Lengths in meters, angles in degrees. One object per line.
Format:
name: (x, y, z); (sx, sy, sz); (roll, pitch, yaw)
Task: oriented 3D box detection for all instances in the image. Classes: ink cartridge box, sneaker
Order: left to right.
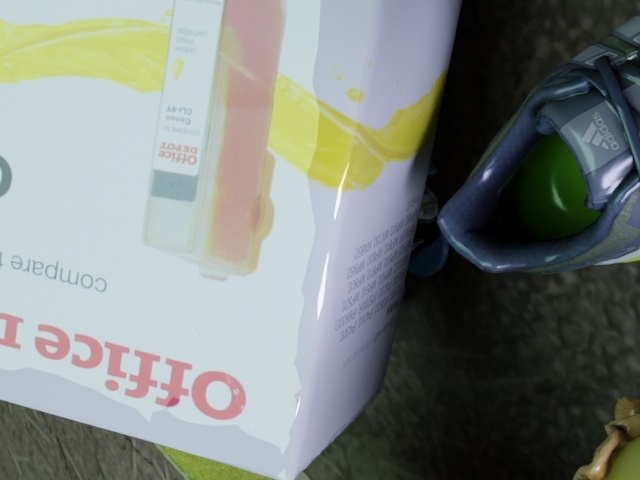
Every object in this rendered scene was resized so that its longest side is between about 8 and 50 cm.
ink cartridge box: (-0.083, -0.112, 0.747); (0.279, 0.160, 0.385); (14, 106, 15)
sneaker: (0.164, -0.061, 0.663); (0.111, 0.121, 0.300); (56, 138, 12)

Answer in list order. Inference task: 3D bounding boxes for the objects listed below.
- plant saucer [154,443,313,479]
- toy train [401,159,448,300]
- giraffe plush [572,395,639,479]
plant saucer: (0.013, 0.172, 0.793); (0.188, 0.045, 0.188); (43, 172, 28)
toy train: (0.000, 0.000, 0.902); (0.184, 0.080, 0.105); (-44, 67, 47)
giraffe plush: (0.153, 0.152, 0.639); (0.181, 0.210, 0.170); (-10, 60, 44)
